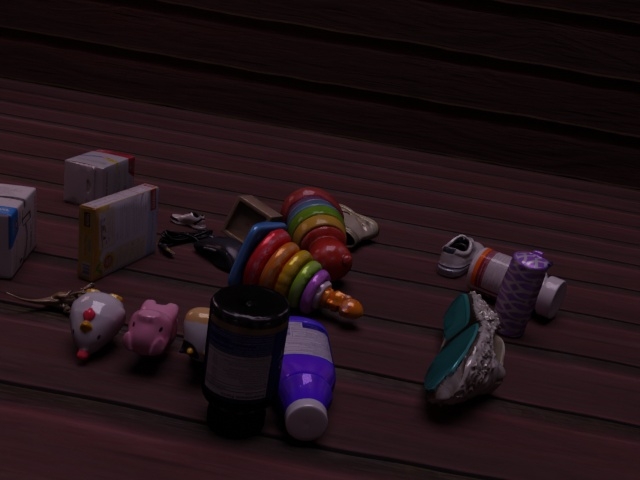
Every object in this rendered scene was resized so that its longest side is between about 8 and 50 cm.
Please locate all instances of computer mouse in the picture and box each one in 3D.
[{"bbox_3d":[-0.289,0.013,1.691,0.184,0.060,0.262,-6,25,-39],"label":"computer mouse"}]

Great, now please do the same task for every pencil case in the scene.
[{"bbox_3d":[0.449,0.119,1.528,0.086,0.206,0.088,25,30,21],"label":"pencil case"}]

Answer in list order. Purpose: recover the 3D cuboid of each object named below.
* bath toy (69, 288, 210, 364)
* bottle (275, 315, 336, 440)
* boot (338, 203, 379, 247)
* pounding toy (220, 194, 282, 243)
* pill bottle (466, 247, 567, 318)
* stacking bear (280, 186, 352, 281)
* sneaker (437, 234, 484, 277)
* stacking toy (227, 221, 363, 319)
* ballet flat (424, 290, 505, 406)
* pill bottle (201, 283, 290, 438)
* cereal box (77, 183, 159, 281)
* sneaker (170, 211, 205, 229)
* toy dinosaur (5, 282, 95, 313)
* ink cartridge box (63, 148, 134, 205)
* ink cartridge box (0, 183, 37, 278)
[{"bbox_3d":[-0.278,0.167,1.189,0.348,0.151,0.129,8,50,3],"label":"bath toy"},{"bbox_3d":[-0.033,0.230,1.164,0.118,0.092,0.283,8,20,-9],"label":"bottle"},{"bbox_3d":[0.046,-0.043,1.976,0.213,0.077,0.165,22,25,25],"label":"boot"},{"bbox_3d":[-0.190,-0.038,1.791,0.130,0.141,0.100,34,16,15],"label":"pounding toy"},{"bbox_3d":[0.490,0.107,1.695,0.221,0.121,0.121,23,24,34],"label":"pill bottle"},{"bbox_3d":[0.000,0.000,1.721,0.175,0.164,0.289,-25,36,0],"label":"stacking bear"},{"bbox_3d":[0.411,0.030,1.913,0.094,0.091,0.258,19,22,24],"label":"sneaker"},{"bbox_3d":[-0.037,0.094,1.491,0.302,0.166,0.175,29,14,17],"label":"stacking toy"},{"bbox_3d":[0.304,0.217,1.317,0.147,0.147,0.409,14,21,12],"label":"ballet flat"},{"bbox_3d":[-0.120,0.189,1.051,0.123,0.219,0.123,8,20,-3],"label":"pill bottle"},{"bbox_3d":[-0.459,-0.024,1.551,0.047,0.173,0.240,14,20,17],"label":"cereal box"},{"bbox_3d":[-0.368,-0.063,1.889,0.109,0.044,0.040,13,22,14],"label":"sneaker"},{"bbox_3d":[-0.514,0.119,1.338,0.092,0.053,0.183,5,6,36],"label":"toy dinosaur"},{"bbox_3d":[-0.638,-0.179,1.957,0.127,0.128,0.176,13,20,10],"label":"ink cartridge box"},{"bbox_3d":[-0.689,-0.025,1.483,0.086,0.148,0.203,5,21,-9],"label":"ink cartridge box"}]
